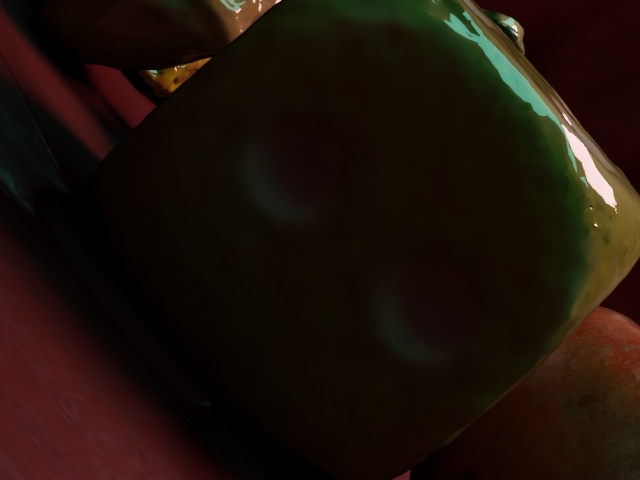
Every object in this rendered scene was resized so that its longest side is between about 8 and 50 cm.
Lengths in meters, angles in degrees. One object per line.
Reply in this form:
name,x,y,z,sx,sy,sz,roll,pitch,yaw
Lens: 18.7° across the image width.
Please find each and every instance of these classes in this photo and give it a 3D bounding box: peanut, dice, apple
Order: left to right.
peanut,-0.106,-0.185,1.360,0.233,0.197,0.110,-111,-161,-55
dice,0.031,-0.023,1.082,0.233,0.227,0.238,49,11,-4
apple,0.172,0.171,1.204,0.253,0.253,0.253,51,6,-8

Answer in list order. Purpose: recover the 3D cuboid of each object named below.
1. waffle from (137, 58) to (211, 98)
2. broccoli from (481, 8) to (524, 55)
waffle,-0.141,-0.175,1.618,0.245,0.052,0.254,43,11,-48
broccoli,0.043,-0.023,1.337,0.288,0.235,0.260,40,42,-42
